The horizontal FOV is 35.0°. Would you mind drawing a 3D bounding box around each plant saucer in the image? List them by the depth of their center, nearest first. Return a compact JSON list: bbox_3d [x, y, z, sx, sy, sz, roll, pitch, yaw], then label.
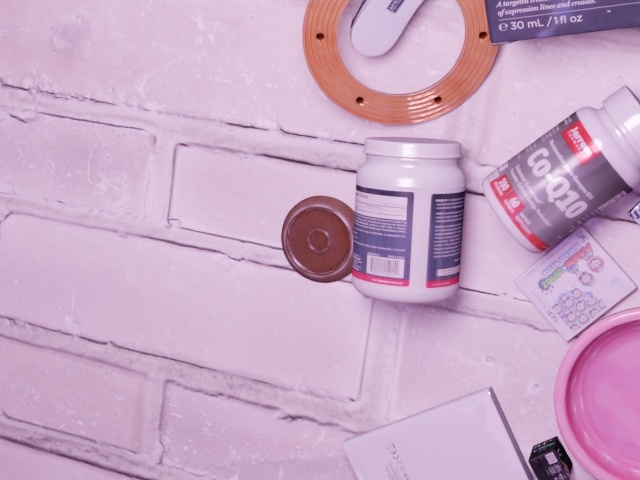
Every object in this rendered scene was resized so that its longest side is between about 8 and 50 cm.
[{"bbox_3d":[0.569,0.270,1.728,0.332,0.084,0.332,3,99,18],"label":"plant saucer"},{"bbox_3d":[0.000,0.000,1.910,0.168,0.029,0.168,3,100,18],"label":"plant saucer"}]

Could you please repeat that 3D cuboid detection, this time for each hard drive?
[{"bbox_3d":[0.218,0.418,1.893,0.307,0.040,0.203,-24,90,20],"label":"hard drive"}]

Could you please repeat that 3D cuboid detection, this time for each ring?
[{"bbox_3d":[0.137,-0.353,1.731,0.337,0.032,0.336,-1,124,-1],"label":"ring"}]

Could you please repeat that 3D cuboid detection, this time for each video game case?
[{"bbox_3d":[0.444,0.075,1.774,0.157,0.019,0.143,-43,84,19],"label":"video game case"}]

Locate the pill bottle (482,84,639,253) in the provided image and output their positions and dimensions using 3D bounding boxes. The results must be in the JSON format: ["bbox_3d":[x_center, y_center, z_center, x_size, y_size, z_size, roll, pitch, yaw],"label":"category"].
[{"bbox_3d":[0.425,-0.118,1.675,0.283,0.161,0.161,-38,85,20],"label":"pill bottle"}]

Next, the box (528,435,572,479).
[{"bbox_3d":[0.409,0.394,1.801,0.052,0.083,0.062,-28,88,19],"label":"box"}]

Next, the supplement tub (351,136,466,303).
[{"bbox_3d":[0.153,-0.039,1.764,0.191,0.191,0.272,6,100,18],"label":"supplement tub"}]

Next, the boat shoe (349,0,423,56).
[{"bbox_3d":[0.153,-0.456,1.747,0.108,0.102,0.301,26,118,-22],"label":"boat shoe"}]

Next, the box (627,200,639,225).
[{"bbox_3d":[0.597,-0.062,1.696,0.094,0.027,0.137,43,109,7],"label":"box"}]

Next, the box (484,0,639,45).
[{"bbox_3d":[0.387,-0.528,1.532,0.294,0.212,0.395,-4,119,20],"label":"box"}]
